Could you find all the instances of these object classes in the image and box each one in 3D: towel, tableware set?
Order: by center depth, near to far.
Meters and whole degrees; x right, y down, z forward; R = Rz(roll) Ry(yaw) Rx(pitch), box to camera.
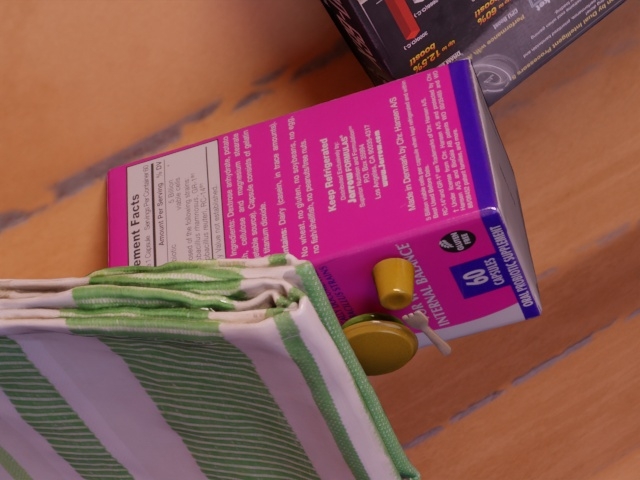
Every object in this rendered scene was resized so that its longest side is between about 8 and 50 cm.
[{"bbox_3d":[-0.016,0.050,0.716,0.154,0.024,0.104,-21,137,20],"label":"tableware set"},{"bbox_3d":[-0.125,0.095,0.728,0.325,0.038,0.248,-4,144,18],"label":"towel"}]

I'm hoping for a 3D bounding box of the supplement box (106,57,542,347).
[{"bbox_3d":[0.000,0.000,0.763,0.220,0.114,0.111,-15,143,13],"label":"supplement box"}]

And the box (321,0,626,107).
[{"bbox_3d":[0.125,-0.226,0.730,0.307,0.076,0.242,-38,141,0],"label":"box"}]
